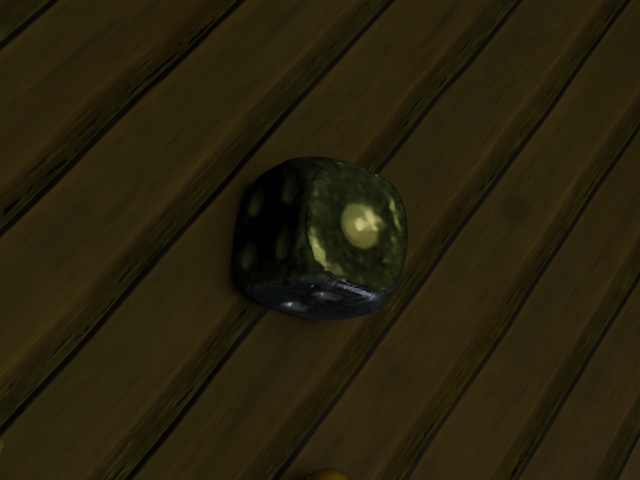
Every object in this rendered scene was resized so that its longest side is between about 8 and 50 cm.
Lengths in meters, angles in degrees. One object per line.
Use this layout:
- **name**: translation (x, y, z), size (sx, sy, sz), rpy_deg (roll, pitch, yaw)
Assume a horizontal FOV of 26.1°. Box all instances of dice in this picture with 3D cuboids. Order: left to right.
- **dice**: translation (0.000, 0.000, 1.876), size (0.181, 0.183, 0.182), rpy_deg (21, 66, -31)

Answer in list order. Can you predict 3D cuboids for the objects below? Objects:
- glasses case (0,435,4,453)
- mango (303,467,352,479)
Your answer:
- **glasses case**: translation (-0.494, 0.164, 1.509), size (0.308, 0.083, 0.128), rpy_deg (49, 60, -19)
- **mango**: translation (-0.013, 0.421, 1.801), size (0.167, 0.130, 0.262), rpy_deg (42, 51, -14)
